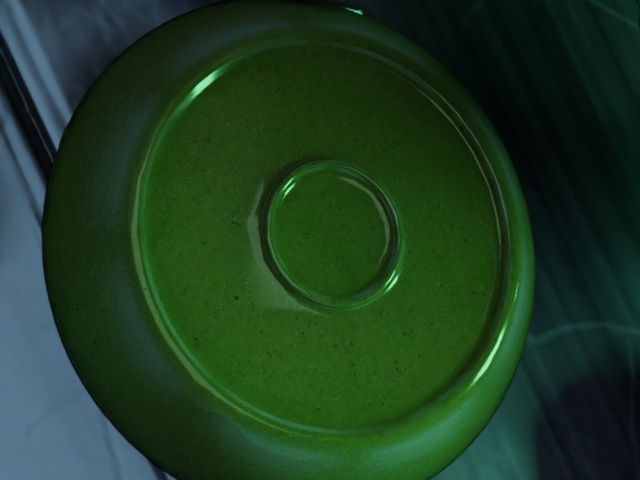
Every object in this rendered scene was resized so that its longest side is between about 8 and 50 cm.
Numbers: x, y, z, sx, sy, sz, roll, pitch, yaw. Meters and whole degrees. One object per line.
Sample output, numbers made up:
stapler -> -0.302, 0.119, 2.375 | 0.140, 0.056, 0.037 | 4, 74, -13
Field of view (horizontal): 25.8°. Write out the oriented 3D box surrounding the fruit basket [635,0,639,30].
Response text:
fruit basket -> 0.229, -0.211, 0.583 | 0.283, 0.392, 0.392 | 7, 76, -22

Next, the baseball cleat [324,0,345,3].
baseball cleat -> -0.075, -0.158, 0.614 | 0.109, 0.072, 0.206 | -45, 113, 7

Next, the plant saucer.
plant saucer -> 0.000, 0.000, 0.621 | 0.241, 0.037, 0.241 | 5, 77, -23
